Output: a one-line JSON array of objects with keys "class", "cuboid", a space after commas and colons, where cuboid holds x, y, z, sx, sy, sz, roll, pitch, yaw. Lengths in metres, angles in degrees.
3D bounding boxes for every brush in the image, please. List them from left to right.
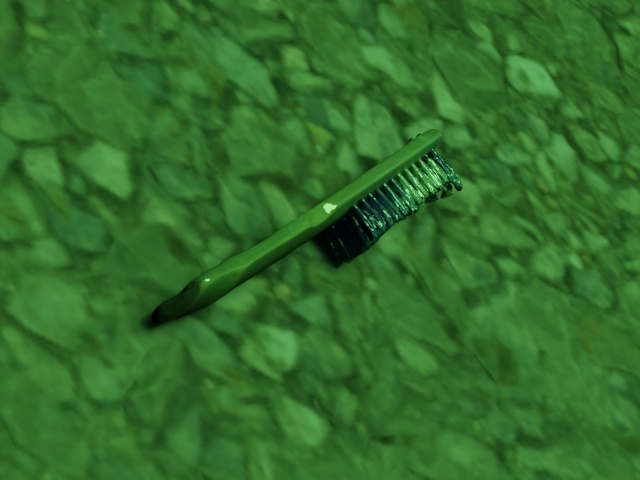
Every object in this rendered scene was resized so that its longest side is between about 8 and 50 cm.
[{"class": "brush", "cuboid": [0.000, 0.000, 0.761, 0.178, 0.033, 0.030, -34, 94, -51]}]
